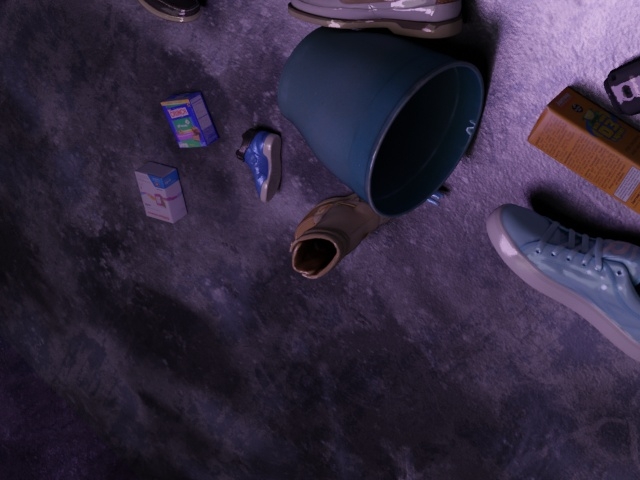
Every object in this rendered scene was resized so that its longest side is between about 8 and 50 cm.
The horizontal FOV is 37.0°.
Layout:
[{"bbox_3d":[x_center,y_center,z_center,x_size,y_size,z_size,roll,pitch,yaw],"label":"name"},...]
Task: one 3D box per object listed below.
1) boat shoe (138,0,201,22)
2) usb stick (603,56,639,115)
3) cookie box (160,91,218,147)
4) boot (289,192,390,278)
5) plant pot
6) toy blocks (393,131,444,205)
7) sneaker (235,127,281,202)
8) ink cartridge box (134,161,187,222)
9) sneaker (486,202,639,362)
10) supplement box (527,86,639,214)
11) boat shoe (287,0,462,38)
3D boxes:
[{"bbox_3d":[-0.316,-0.489,1.803,0.223,0.080,0.073,36,144,21],"label":"boat shoe"},{"bbox_3d":[0.509,-0.242,1.280,0.278,0.045,0.077,-21,106,49],"label":"usb stick"},{"bbox_3d":[-0.272,-0.249,1.984,0.091,0.040,0.107,2,121,42],"label":"cookie box"},{"bbox_3d":[0.000,0.000,1.809,0.262,0.203,0.095,-18,107,47],"label":"boot"},{"bbox_3d":[0.080,-0.217,1.539,0.255,0.271,0.272,37,140,29],"label":"plant pot"},{"bbox_3d":[0.156,-0.131,1.682,0.148,0.054,0.123,28,135,21],"label":"toy blocks"},{"bbox_3d":[-0.127,-0.153,1.914,0.084,0.058,0.152,20,129,22],"label":"sneaker"},{"bbox_3d":[-0.361,-0.108,2.169,0.088,0.052,0.122,15,131,33],"label":"ink cartridge box"},{"bbox_3d":[0.442,0.035,1.513,0.366,0.135,0.150,35,132,2],"label":"sneaker"},{"bbox_3d":[0.430,-0.128,1.419,0.233,0.078,0.080,34,138,15],"label":"supplement box"},{"bbox_3d":[0.083,-0.392,1.507,0.302,0.113,0.103,12,123,27],"label":"boat shoe"}]
